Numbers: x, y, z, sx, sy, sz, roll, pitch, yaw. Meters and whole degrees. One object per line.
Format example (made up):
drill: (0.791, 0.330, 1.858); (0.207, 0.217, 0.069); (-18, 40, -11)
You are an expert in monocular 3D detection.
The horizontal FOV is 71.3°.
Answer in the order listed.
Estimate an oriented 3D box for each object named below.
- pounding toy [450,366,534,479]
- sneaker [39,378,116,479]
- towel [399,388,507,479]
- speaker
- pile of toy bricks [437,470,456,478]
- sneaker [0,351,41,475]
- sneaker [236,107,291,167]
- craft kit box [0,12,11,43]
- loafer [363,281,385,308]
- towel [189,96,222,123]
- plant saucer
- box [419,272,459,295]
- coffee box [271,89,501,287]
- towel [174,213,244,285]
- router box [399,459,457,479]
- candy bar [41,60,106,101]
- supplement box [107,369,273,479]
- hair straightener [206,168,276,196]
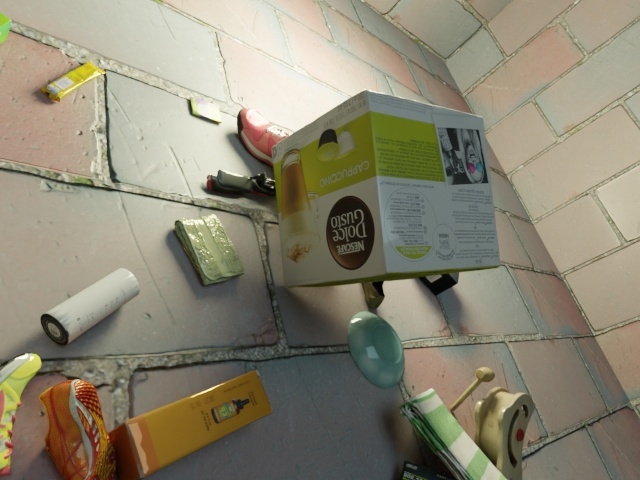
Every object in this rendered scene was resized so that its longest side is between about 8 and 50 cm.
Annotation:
pounding toy: (0.443, 0.458, 1.151); (0.154, 0.154, 0.270); (6, 85, -38)
sneaker: (-0.311, 0.268, 0.573); (0.064, 0.067, 0.175); (34, 40, -80)
towel: (0.322, 0.469, 0.968); (0.325, 0.038, 0.247); (47, 11, 26)
speaker: (-0.342, 0.096, 0.674); (0.055, 0.055, 0.136); (49, 37, -4)
pile of toy bricks: (0.341, 0.574, 0.938); (0.118, 0.105, 0.212); (-26, 78, -17)
sneaker: (-0.387, 0.227, 0.510); (0.094, 0.081, 0.209); (45, 43, -23)
sneaker: (-0.081, -0.239, 1.161); (0.314, 0.136, 0.116); (49, 36, -5)
craft kit box: (-0.681, -0.362, 0.691); (0.246, 0.061, 0.250); (35, 40, -26)
loafer: (0.141, 0.106, 1.186); (0.056, 0.050, 0.148); (12, 52, -41)
towel: (-0.287, -0.325, 1.117); (0.083, 0.009, 0.060); (8, 56, -43)
plant saucer: (0.149, 0.257, 1.084); (0.194, 0.037, 0.195); (28, 43, -30)
box: (0.362, 0.060, 1.428); (0.156, 0.093, 0.158); (45, 36, -10)
coffee box: (0.132, -0.079, 0.974); (0.337, 0.337, 0.335); (-1, 82, -36)
towel: (-0.220, 0.015, 0.895); (0.110, 0.027, 0.148); (-17, 74, -53)
router box: (0.214, 0.506, 0.887); (0.122, 0.038, 0.092); (11, 31, 20)
candy bar: (-0.489, -0.320, 0.889); (0.040, 0.018, 0.162); (36, 40, -16)
supplement box: (-0.187, 0.274, 0.677); (0.233, 0.080, 0.078); (-7, 67, -48)
hair straightener: (-0.145, -0.124, 1.041); (0.230, 0.089, 0.047); (12, 70, -45)
